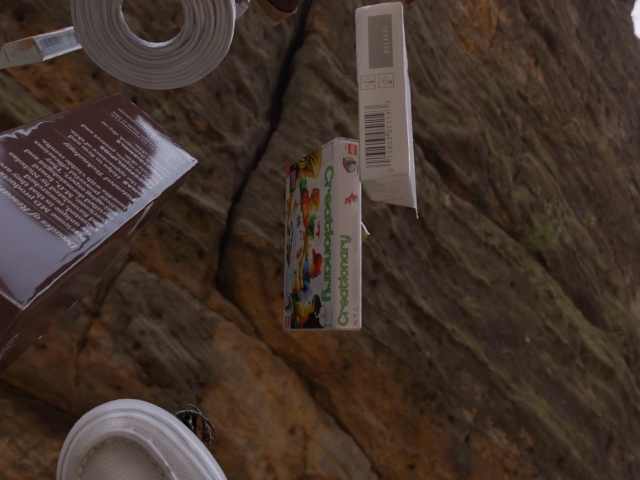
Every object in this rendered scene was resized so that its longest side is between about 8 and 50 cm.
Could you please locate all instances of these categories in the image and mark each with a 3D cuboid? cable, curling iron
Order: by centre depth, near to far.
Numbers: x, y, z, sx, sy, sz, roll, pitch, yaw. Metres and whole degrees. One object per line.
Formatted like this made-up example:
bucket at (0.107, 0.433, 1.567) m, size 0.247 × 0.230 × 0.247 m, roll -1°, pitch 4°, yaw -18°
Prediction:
curling iron at (-0.203, 0.342, 0.717) m, size 0.068 × 0.274 × 0.035 m, roll 30°, pitch -28°, yaw -21°
cable at (-0.263, -0.363, 0.913) m, size 0.257 × 0.089 × 0.257 m, roll 25°, pitch -65°, yaw -31°

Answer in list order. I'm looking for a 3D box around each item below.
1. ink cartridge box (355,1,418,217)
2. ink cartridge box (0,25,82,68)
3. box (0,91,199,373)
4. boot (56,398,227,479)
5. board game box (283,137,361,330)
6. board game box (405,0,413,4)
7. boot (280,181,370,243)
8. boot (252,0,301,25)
ink cartridge box at (0.080, -0.130, 0.657) m, size 0.056 × 0.181 × 0.224 m, roll -3°, pitch -9°, yaw 9°
ink cartridge box at (-0.521, -0.348, 1.032) m, size 0.179 × 0.145 × 0.045 m, roll 2°, pitch -60°, yaw 22°
box at (-0.277, -0.008, 0.567) m, size 0.143 × 0.381 × 0.191 m, roll 41°, pitch -67°, yaw -9°
boot at (-0.066, 0.202, 0.268) m, size 0.123 × 0.095 × 0.258 m, roll 124°, pitch -58°, yaw -77°
board game box at (0.000, 0.000, 0.977) m, size 0.053 × 0.305 × 0.193 m, roll 5°, pitch -11°, yaw -28°
board game box at (0.297, -0.700, 1.474) m, size 0.145 × 0.281 × 0.027 m, roll -33°, pitch -70°, yaw 35°
boot at (0.004, -0.076, 1.613) m, size 0.269 × 0.089 × 0.236 m, roll 60°, pitch -30°, yaw 11°
boot at (-0.118, -0.587, 1.172) m, size 0.248 × 0.090 × 0.207 m, roll 49°, pitch -32°, yaw -7°
